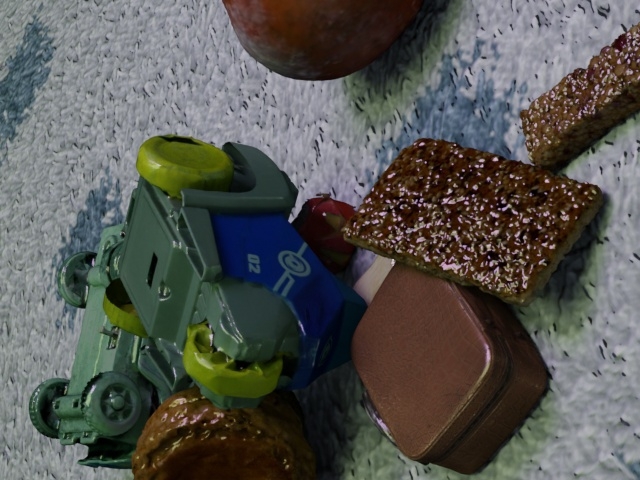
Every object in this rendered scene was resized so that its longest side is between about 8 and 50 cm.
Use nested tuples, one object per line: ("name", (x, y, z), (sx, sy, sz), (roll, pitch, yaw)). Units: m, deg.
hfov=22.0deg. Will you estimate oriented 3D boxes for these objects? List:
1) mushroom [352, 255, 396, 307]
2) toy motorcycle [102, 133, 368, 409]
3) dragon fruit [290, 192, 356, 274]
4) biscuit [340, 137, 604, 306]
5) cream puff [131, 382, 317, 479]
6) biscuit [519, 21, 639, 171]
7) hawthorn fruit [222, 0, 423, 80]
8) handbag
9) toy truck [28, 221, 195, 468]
("mushroom", (0.072, 0.028, 1.542), (0.202, 0.054, 0.059), (-51, 38, 35))
("toy motorcycle", (-0.072, 0.050, 1.558), (0.326, 0.200, 0.191), (53, 132, 52))
("dragon fruit", (0.000, 0.000, 1.657), (0.083, 0.056, 0.060), (-52, 35, 23))
("biscuit", (0.126, -0.023, 1.428), (0.231, 0.025, 0.131), (19, 64, 45))
("cream puff", (-0.085, 0.198, 1.602), (0.183, 0.183, 0.169), (-52, 14, 26))
("biscuit", (0.244, -0.129, 1.383), (0.199, 0.034, 0.064), (-36, 44, 41))
("hawthorn fruit", (0.006, -0.291, 1.672), (0.263, 0.231, 0.235), (-37, 59, -12))
("handbag", (0.103, 0.105, 1.432), (0.151, 0.072, 0.193), (-56, 36, 22))
("toy truck", (-0.205, 0.112, 1.807), (0.155, 0.156, 0.278), (-13, 63, 53))
